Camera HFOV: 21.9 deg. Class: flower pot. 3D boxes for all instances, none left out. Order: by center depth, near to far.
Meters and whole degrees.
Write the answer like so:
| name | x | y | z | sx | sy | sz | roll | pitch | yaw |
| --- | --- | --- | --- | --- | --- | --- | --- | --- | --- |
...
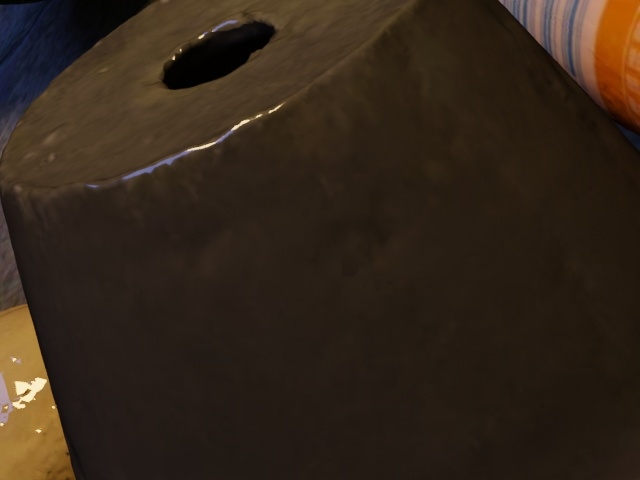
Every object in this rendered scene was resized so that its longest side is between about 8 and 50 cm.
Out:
| name | x | y | z | sx | sy | sz | roll | pitch | yaw |
| --- | --- | --- | --- | --- | --- | --- | --- | --- | --- |
| flower pot | 0.000 | 0.000 | 0.556 | 0.269 | 0.166 | 0.269 | -23 | 23 | 10 |

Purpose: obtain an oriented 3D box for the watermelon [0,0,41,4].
| name | x | y | z | sx | sy | sz | roll | pitch | yaw |
| --- | --- | --- | --- | --- | --- | --- | --- | --- | --- |
| watermelon | -0.178 | -0.295 | 1.213 | 0.331 | 0.189 | 0.331 | -43 | 19 | 18 |

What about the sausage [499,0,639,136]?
| name | x | y | z | sx | sy | sz | roll | pitch | yaw |
| --- | --- | --- | --- | --- | --- | --- | --- | --- | --- |
| sausage | 0.162 | -0.058 | 0.568 | 0.093 | 0.093 | 0.312 | -56 | 39 | 5 |

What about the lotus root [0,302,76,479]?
| name | x | y | z | sx | sy | sz | roll | pitch | yaw |
| --- | --- | --- | --- | --- | --- | --- | --- | --- | --- |
| lotus root | -0.194 | 0.147 | 0.890 | 0.303 | 0.130 | 0.146 | -53 | 30 | 9 |
